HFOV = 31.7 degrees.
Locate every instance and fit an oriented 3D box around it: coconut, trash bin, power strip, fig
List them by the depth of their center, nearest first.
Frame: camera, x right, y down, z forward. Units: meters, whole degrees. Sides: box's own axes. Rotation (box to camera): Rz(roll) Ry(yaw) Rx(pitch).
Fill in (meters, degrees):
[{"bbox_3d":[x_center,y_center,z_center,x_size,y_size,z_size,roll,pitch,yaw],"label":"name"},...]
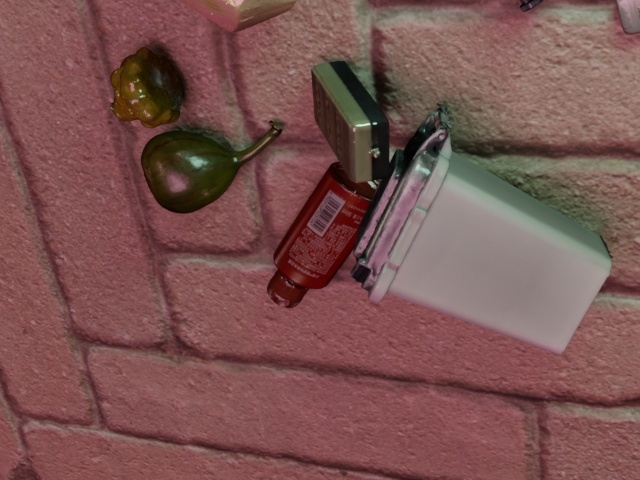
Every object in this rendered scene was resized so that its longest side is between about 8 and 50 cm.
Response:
[{"bbox_3d":[-0.130,-0.431,1.689,0.245,0.233,0.233,33,129,5],"label":"coconut"},{"bbox_3d":[0.045,-0.186,1.758,0.070,0.256,0.105,-12,122,-11],"label":"power strip"},{"bbox_3d":[0.261,-0.007,1.778,0.368,0.256,0.296,25,107,-2],"label":"trash bin"},{"bbox_3d":[-0.183,-0.141,1.993,0.259,0.151,0.151,-18,116,2],"label":"fig"}]

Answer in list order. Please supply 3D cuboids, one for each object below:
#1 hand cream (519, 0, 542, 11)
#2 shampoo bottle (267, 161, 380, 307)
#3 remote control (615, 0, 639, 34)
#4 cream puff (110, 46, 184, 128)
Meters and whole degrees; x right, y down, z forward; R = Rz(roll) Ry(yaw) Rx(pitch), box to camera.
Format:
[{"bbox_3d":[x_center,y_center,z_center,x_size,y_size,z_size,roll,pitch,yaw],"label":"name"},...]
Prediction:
[{"bbox_3d":[0.237,-0.452,1.618,0.091,0.058,0.271,-26,105,44],"label":"hand cream"},{"bbox_3d":[0.000,-0.001,2.005,0.118,0.076,0.314,26,130,-9],"label":"shampoo bottle"},{"bbox_3d":[0.546,-0.343,1.568,0.261,0.029,0.067,-8,117,26],"label":"remote control"},{"bbox_3d":[-0.310,-0.254,1.941,0.116,0.146,0.146,-17,113,34],"label":"cream puff"}]
